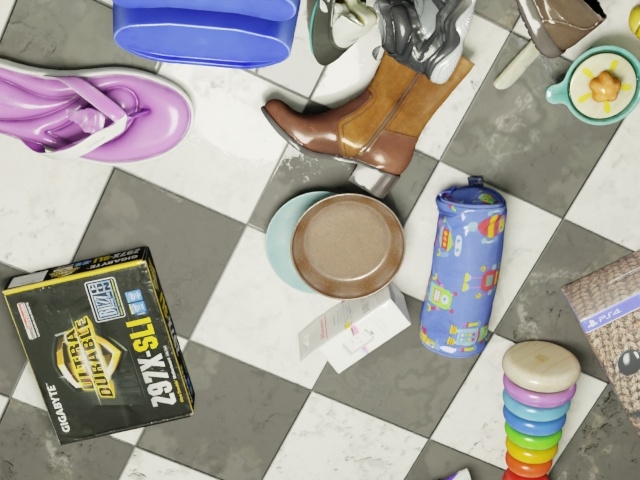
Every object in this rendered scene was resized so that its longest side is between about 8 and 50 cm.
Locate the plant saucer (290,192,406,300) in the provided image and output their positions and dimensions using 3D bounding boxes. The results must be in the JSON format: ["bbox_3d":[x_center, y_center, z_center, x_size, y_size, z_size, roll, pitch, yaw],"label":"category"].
[{"bbox_3d":[0.046,0.007,1.977,0.199,0.036,0.198,-1,113,-2],"label":"plant saucer"}]

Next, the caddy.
[{"bbox_3d":[-0.171,-0.398,1.742,0.341,0.179,0.241,4,154,-5],"label":"caddy"}]

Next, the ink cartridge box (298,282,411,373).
[{"bbox_3d":[0.057,0.156,2.036,0.198,0.115,0.067,-35,110,12],"label":"ink cartridge box"}]

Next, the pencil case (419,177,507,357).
[{"bbox_3d":[0.243,0.049,1.999,0.133,0.119,0.306,21,117,34],"label":"pencil case"}]

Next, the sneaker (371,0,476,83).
[{"bbox_3d":[0.168,-0.392,1.810,0.153,0.101,0.268,15,95,-4],"label":"sneaker"}]

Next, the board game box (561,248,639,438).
[{"bbox_3d":[0.606,0.173,2.054,0.232,0.141,0.291,-28,111,9],"label":"board game box"}]

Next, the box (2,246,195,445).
[{"bbox_3d":[-0.388,0.190,2.052,0.257,0.079,0.322,-13,112,1],"label":"box"}]

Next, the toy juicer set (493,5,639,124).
[{"bbox_3d":[0.476,-0.290,1.887,0.329,0.089,0.209,17,111,-9],"label":"toy juicer set"}]

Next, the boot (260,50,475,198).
[{"bbox_3d":[0.073,-0.247,1.888,0.264,0.096,0.280,31,102,-1],"label":"boot"}]

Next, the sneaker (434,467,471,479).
[{"bbox_3d":[0.173,0.497,2.188,0.323,0.130,0.236,36,97,-11],"label":"sneaker"}]

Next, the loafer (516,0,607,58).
[{"bbox_3d":[0.336,-0.463,1.764,0.130,0.134,0.366,-18,118,27],"label":"loafer"}]

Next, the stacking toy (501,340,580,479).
[{"bbox_3d":[0.390,0.357,2.131,0.141,0.141,0.330,1,116,-3],"label":"stacking toy"}]

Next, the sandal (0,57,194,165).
[{"bbox_3d":[-0.416,-0.200,1.876,0.416,0.102,0.169,6,112,-5],"label":"sandal"}]

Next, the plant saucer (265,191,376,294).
[{"bbox_3d":[0.000,0.000,2.012,0.195,0.037,0.195,-1,112,-3],"label":"plant saucer"}]

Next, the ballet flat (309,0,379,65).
[{"bbox_3d":[0.043,-0.376,1.757,0.095,0.096,0.280,-29,141,-35],"label":"ballet flat"}]
